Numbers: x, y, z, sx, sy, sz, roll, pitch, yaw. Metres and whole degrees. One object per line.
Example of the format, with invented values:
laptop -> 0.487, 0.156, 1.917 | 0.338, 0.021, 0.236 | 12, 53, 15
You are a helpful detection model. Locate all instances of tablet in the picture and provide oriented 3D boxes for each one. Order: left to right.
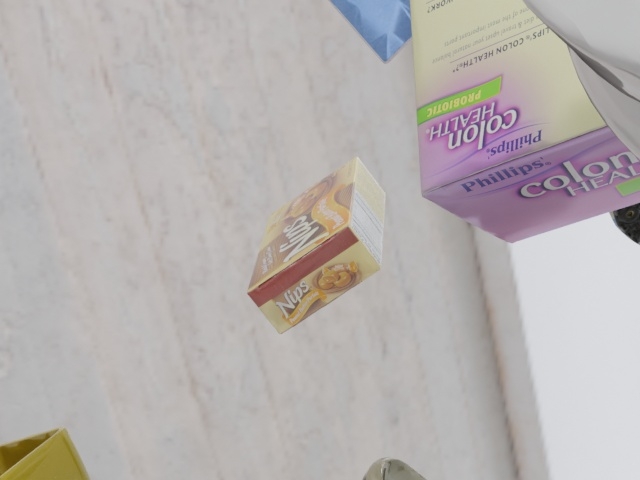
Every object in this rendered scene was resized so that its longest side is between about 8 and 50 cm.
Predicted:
tablet -> 0.047, -0.195, 1.122 | 0.083, 0.054, 0.006 | 50, 19, 12

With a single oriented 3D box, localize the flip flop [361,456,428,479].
flip flop -> 0.163, 0.274, 1.208 | 0.277, 0.080, 0.112 | 37, 23, -7

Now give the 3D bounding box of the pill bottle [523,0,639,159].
pill bottle -> 0.235, -0.096, 0.554 | 0.392, 0.224, 0.224 | 21, 76, -53

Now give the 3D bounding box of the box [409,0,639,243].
box -> 0.179, -0.151, 0.910 | 0.117, 0.213, 0.243 | 25, 55, -45

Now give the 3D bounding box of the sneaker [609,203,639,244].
sneaker -> 0.255, -0.087, 1.221 | 0.085, 0.086, 0.237 | -41, 111, 5

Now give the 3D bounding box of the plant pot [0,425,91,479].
plant pot -> -0.307, 0.324, 1.287 | 0.212, 0.212, 0.187 | -39, 98, -33

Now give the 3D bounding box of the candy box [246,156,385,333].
candy box -> 0.000, 0.000, 2.023 | 0.087, 0.183, 0.316 | 51, 16, -16
